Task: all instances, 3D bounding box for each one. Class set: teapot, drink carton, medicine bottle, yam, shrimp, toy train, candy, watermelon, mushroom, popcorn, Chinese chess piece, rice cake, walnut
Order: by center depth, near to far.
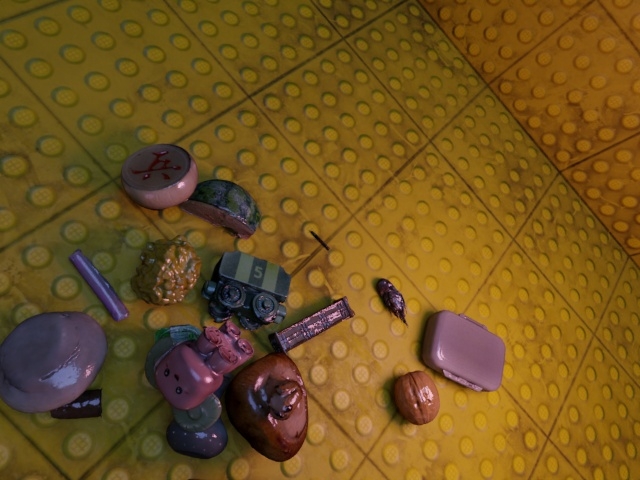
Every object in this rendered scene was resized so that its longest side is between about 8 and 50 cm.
[{"bbox_3d":[-0.726,0.330,1.238,0.295,0.185,0.295,2,50,-3],"label":"candy"},{"bbox_3d":[-0.693,0.468,1.287,0.127,0.084,0.084,4,71,-20],"label":"yam"},{"bbox_3d":[-0.356,0.526,1.384,0.183,0.183,0.251,24,54,-17],"label":"teapot"},{"bbox_3d":[-0.127,0.507,1.397,0.345,0.260,0.345,45,34,-44],"label":"mushroom"},{"bbox_3d":[-0.427,0.333,1.407,0.144,0.142,0.146,-5,84,-9],"label":"drink carton"},{"bbox_3d":[-0.696,0.141,1.412,0.055,0.049,0.270,-36,92,-17],"label":"rice cake"},{"bbox_3d":[-0.501,0.096,1.448,0.181,0.217,0.235,30,52,-44],"label":"popcorn"},{"bbox_3d":[-0.542,-0.219,1.524,0.250,0.103,0.249,0,53,0],"label":"Chinese chess piece"},{"bbox_3d":[-0.255,0.176,1.560,0.299,0.167,0.238,23,54,-19],"label":"toy train"},{"bbox_3d":[-0.363,-0.127,1.622,0.305,0.180,0.224,25,19,-12],"label":"watermelon"},{"bbox_3d":[0.368,0.600,1.711,0.165,0.165,0.197,-1,70,-26],"label":"walnut"},{"bbox_3d":[0.000,0.000,1.819,0.107,0.014,0.014,46,60,-5],"label":"yam"},{"bbox_3d":[0.306,0.254,1.834,0.079,0.090,0.233,-4,59,-47],"label":"shrimp"},{"bbox_3d":[0.605,0.465,1.891,0.375,0.123,0.282,28,64,-14],"label":"medicine bottle"}]

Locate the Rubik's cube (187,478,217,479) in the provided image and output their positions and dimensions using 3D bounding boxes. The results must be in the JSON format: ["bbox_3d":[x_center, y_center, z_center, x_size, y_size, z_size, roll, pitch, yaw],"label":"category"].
[{"bbox_3d":[-0.244,0.849,1.238,0.305,0.310,0.307,15,65,-22],"label":"Rubik's cube"}]

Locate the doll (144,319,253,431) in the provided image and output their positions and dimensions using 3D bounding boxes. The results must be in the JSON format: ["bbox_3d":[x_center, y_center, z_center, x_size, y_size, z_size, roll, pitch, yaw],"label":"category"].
[{"bbox_3d":[-0.350,0.373,1.272,0.284,0.268,0.216,51,14,14],"label":"doll"}]

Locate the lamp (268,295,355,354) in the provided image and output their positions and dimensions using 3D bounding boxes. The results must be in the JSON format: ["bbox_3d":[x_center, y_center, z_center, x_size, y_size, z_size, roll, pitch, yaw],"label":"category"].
[{"bbox_3d":[-0.029,0.313,1.655,0.325,0.090,0.089,-24,84,-31],"label":"lamp"}]
